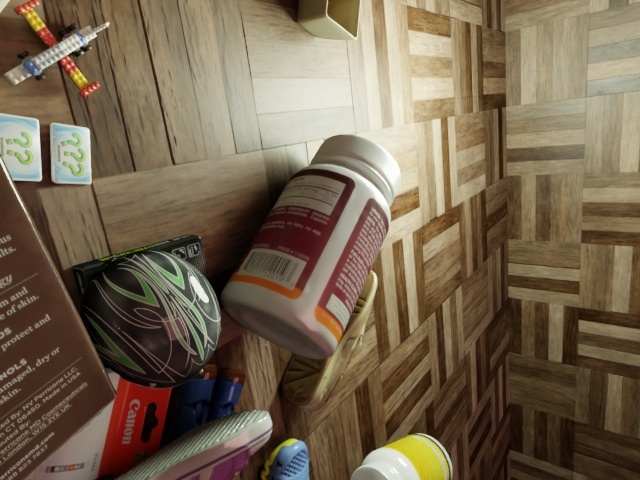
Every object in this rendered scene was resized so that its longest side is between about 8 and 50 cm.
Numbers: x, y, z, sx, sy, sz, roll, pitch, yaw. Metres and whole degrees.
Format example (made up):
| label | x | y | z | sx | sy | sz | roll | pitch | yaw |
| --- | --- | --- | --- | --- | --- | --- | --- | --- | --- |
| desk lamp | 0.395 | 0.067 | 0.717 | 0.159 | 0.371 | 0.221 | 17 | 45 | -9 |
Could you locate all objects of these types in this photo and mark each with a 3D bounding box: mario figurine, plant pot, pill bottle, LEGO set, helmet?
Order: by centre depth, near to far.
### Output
| label | x | y | z | sx | sy | sz | roll | pitch | yaw |
| --- | --- | --- | --- | --- | --- | --- | --- | --- | --- |
| LEGO set | -0.347 | -0.191 | 0.490 | 0.182 | 0.060 | 0.245 | -4 | 97 | -55 |
| helmet | -0.209 | 0.096 | 0.538 | 0.169 | 0.161 | 0.170 | -6 | 98 | -49 |
| mario figurine | -0.229 | 0.360 | 0.677 | 0.197 | 0.170 | 0.321 | 14 | 68 | -14 |
| pill bottle | 0.000 | 0.000 | 0.812 | 0.224 | 0.223 | 0.392 | 53 | 55 | -40 |
| plant pot | 0.012 | -0.480 | 0.878 | 0.109 | 0.096 | 0.109 | 6 | 89 | -51 |
| pill bottle | 0.227 | 0.672 | 1.198 | 0.333 | 0.187 | 0.188 | 16 | 81 | -51 |

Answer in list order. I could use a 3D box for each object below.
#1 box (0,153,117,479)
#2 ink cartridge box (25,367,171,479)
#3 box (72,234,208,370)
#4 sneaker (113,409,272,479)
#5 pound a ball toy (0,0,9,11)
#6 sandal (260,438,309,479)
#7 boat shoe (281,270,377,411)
| label | x | y | z | sx | sy | sz | roll | pitch | yaw |
| --- | --- | --- | --- | --- | --- | --- | --- | --- | --- |
| box | -0.339 | 0.019 | 0.352 | 0.143 | 0.191 | 0.382 | -43 | 136 | -48 |
| ink cartridge box | -0.295 | 0.241 | 0.551 | 0.179 | 0.045 | 0.146 | 13 | 83 | -21 |
| box | -0.253 | 0.103 | 0.646 | 0.184 | 0.045 | 0.191 | -21 | 110 | -50 |
| sneaker | -0.171 | 0.355 | 0.563 | 0.281 | 0.102 | 0.161 | -25 | 92 | -23 |
| pound a ball toy | -0.363 | -0.334 | 0.392 | 0.208 | 0.135 | 0.320 | 41 | 64 | -50 |
| sandal | -0.047 | 0.576 | 0.885 | 0.126 | 0.138 | 0.318 | -6 | 97 | -49 |
| boat shoe | 0.035 | 0.219 | 0.974 | 0.341 | 0.121 | 0.110 | -57 | 139 | -17 |
